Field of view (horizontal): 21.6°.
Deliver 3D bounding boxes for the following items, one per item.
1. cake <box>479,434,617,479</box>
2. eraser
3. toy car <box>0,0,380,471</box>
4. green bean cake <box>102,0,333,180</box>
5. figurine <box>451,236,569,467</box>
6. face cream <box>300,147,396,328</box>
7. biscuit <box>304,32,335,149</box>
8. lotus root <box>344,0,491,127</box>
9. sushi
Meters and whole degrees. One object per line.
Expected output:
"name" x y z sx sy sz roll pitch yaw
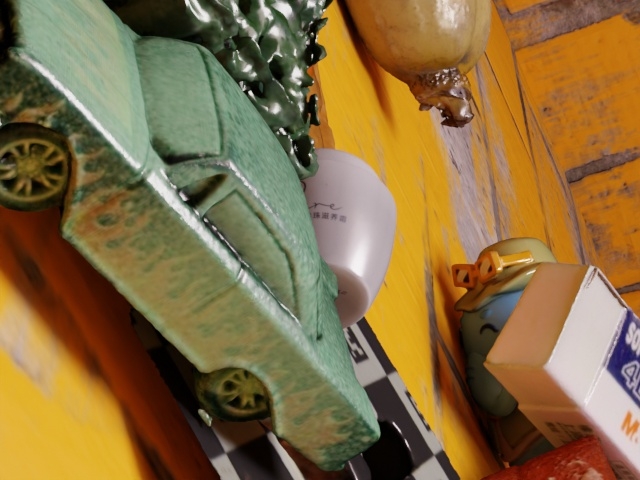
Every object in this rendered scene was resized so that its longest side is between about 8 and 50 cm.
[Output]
"cake" 0.233 0.302 1.529 0.283 0.150 0.177 59 6 -39
"eraser" 0.278 0.151 1.604 0.287 0.086 0.130 48 61 -34
"toy car" -0.068 -0.024 0.815 0.321 0.097 0.141 50 17 -41
"green bean cake" -0.058 -0.152 0.930 0.193 0.107 0.208 48 42 -31
"figurine" 0.222 0.123 1.716 0.180 0.153 0.262 66 5 -69
"face cream" 0.000 0.000 1.007 0.095 0.091 0.091 -86 154 -43
"biscuit" -0.077 -0.195 1.167 0.350 0.078 0.455 55 21 -38
"lotus root" 0.092 -0.278 1.758 0.169 0.151 0.343 -6 82 -61
"sushi" 0.019 0.186 0.987 0.343 0.064 0.359 59 17 6
